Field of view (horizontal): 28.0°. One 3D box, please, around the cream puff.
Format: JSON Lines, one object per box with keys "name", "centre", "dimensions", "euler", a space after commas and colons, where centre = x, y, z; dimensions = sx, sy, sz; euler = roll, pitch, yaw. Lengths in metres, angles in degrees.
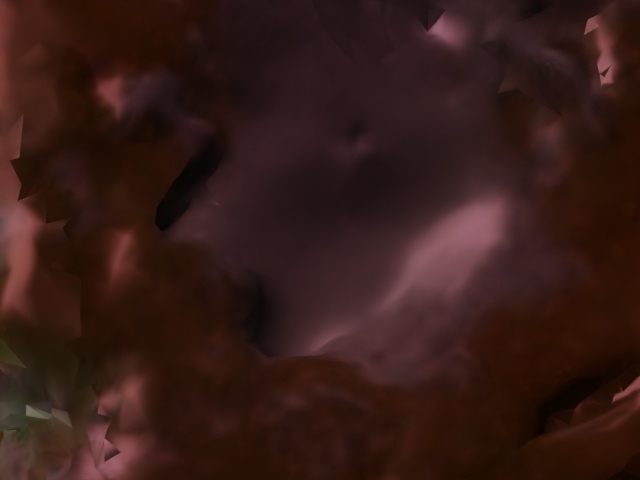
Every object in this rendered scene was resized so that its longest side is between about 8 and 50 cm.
{"name": "cream puff", "centre": [0.000, 0.000, 0.513], "dimensions": [0.378, 0.378, 0.275], "euler": [-56, -4, -9]}
